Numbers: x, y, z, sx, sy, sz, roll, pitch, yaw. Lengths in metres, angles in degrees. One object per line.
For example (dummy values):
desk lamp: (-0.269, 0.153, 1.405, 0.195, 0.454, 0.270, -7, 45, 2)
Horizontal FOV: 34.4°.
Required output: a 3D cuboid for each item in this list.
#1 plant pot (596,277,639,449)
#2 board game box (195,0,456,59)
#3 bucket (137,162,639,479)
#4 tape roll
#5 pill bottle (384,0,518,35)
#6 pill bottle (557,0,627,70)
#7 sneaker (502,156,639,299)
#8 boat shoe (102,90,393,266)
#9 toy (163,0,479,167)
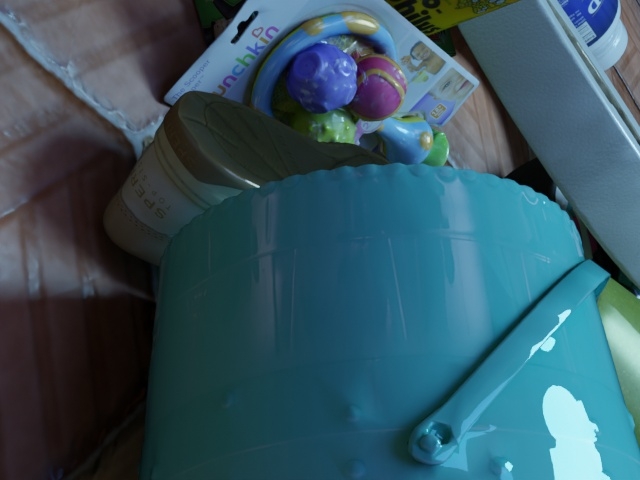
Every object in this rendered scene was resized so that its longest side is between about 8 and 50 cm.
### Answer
plant pot: (0.206, 0.162, 0.774, 0.293, 0.275, 0.274, 54, 38, -23)
board game box: (-0.002, -0.242, 0.828, 0.317, 0.046, 0.213, -16, 91, -57)
bucket: (0.034, 0.097, 0.547, 0.281, 0.281, 0.183, 30, 49, -47)
tape roll: (0.241, -0.129, 0.982, 0.392, 0.072, 0.392, 48, 21, -26)
pill bottle: (0.096, -0.214, 0.727, 0.118, 0.208, 0.117, 28, 55, -49)
pill bottle: (0.286, -0.277, 1.212, 0.187, 0.112, 0.112, 35, 49, -45)
sneaker: (0.218, 0.056, 0.972, 0.178, 0.124, 0.295, 53, 36, -14)
boat shoe: (0.000, 0.000, 0.669, 0.302, 0.098, 0.109, 18, 34, -45)
toy: (0.023, -0.093, 0.717, 0.237, 0.137, 0.056, 23, 23, -54)
